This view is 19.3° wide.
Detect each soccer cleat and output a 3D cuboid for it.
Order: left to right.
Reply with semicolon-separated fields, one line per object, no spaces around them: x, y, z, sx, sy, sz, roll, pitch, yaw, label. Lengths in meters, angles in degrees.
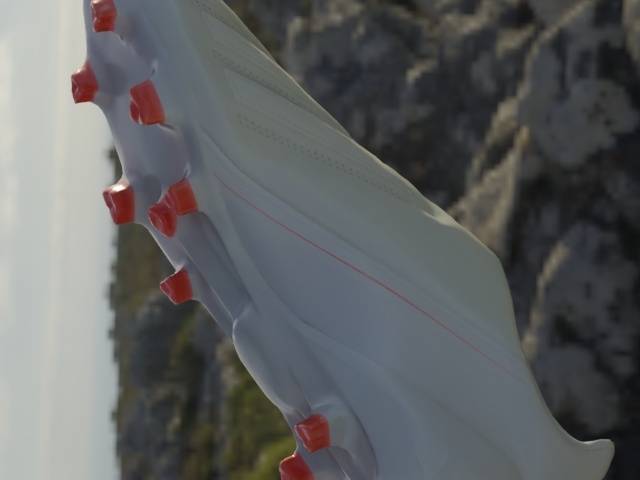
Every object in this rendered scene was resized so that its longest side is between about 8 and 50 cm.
0.000;0.000;0.495;0.196;0.076;0.068;58;153;18;soccer cleat
